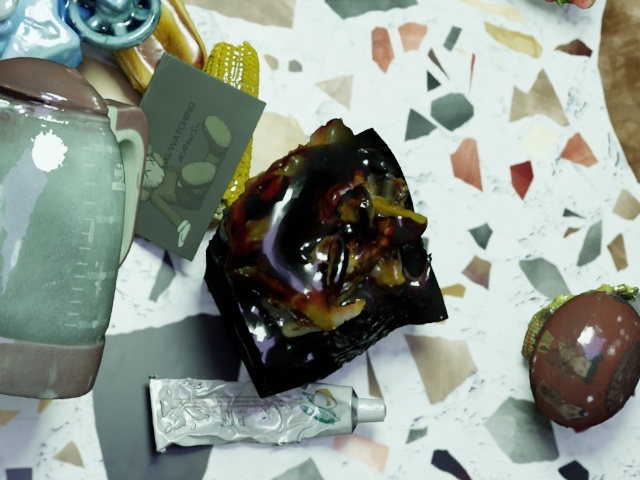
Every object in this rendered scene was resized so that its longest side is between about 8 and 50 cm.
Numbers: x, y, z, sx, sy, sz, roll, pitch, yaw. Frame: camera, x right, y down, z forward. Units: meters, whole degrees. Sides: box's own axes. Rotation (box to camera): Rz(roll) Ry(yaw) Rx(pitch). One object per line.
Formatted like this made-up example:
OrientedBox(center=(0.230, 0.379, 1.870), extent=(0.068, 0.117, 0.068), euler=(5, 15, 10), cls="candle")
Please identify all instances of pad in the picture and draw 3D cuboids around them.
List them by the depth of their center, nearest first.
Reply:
OrientedBox(center=(-0.152, -0.090, 1.929), extent=(0.127, 0.004, 0.190), euler=(26, 94, 8), cls="pad")

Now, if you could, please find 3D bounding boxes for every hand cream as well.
OrientedBox(center=(-0.055, 0.182, 1.934), extent=(0.257, 0.050, 0.084), euler=(-2, 77, -11), cls="hand cream")

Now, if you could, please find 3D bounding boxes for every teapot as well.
OrientedBox(center=(-0.279, -0.022, 1.795), extent=(0.233, 0.315, 0.312), euler=(18, 96, 26), cls="teapot")

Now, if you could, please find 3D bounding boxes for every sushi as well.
OrientedBox(center=(-0.001, 0.000, 1.890), extent=(0.227, 0.212, 0.215), euler=(-22, 66, -13), cls="sushi")

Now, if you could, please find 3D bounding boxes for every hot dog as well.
OrientedBox(center=(-0.210, -0.269, 1.973), extent=(0.104, 0.076, 0.250), euler=(-34, 86, -1), cls="hot dog")

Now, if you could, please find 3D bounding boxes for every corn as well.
OrientedBox(center=(-0.105, -0.120, 1.971), extent=(0.068, 0.068, 0.207), euler=(9, 77, -15), cls="corn")

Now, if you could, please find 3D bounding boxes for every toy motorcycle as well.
OrientedBox(center=(-0.344, -0.251, 1.855), extent=(0.319, 0.182, 0.241), euler=(-30, 101, -14), cls="toy motorcycle")

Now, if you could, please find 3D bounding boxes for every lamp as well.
OrientedBox(center=(0.287, 0.128, 2.005), extent=(0.135, 0.156, 0.157), euler=(21, 31, 27), cls="lamp")

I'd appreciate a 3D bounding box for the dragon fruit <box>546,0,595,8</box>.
OrientedBox(center=(0.281, -0.406, 2.106), extent=(0.200, 0.198, 0.269), euler=(57, 35, -35), cls="dragon fruit")
